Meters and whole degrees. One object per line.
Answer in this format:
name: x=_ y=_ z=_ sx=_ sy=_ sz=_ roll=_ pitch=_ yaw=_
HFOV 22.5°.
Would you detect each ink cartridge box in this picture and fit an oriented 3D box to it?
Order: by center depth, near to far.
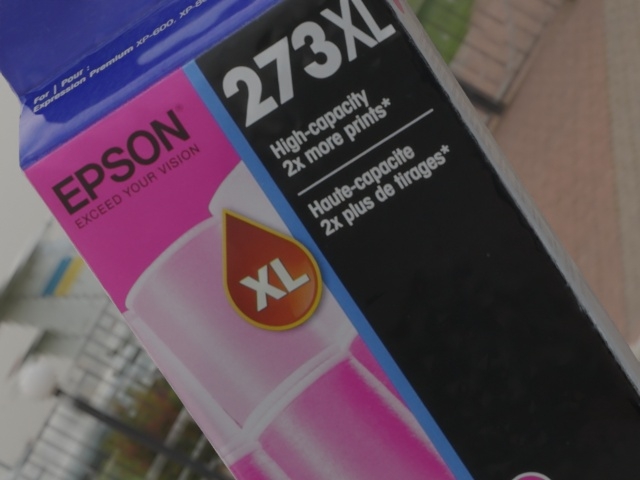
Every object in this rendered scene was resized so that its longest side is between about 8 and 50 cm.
ink cartridge box: x=0.000 y=0.000 z=0.711 sx=0.176 sy=0.371 sz=0.069 roll=-32 pitch=7 yaw=12
